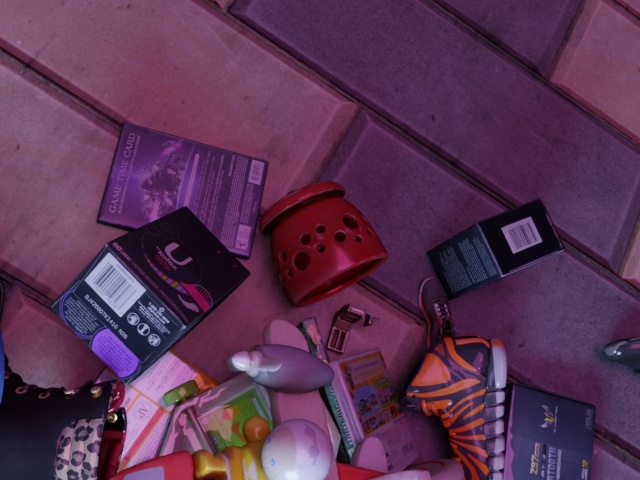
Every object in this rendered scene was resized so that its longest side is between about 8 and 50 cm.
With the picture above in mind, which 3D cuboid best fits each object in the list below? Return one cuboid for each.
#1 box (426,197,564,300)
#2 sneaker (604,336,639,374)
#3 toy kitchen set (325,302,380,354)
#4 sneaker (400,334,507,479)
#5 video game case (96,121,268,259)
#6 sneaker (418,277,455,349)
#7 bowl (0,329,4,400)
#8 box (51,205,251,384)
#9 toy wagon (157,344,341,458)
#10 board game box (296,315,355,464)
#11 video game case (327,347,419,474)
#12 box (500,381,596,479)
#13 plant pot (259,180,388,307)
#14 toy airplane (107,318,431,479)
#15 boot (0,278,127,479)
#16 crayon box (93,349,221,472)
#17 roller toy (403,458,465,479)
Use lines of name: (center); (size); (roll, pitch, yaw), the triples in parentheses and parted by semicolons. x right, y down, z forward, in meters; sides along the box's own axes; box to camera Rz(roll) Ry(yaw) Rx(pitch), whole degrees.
box: (0.322, 0.021, 1.411); (0.153, 0.207, 0.108); (-21, 81, -22)
sneaker: (0.700, 0.253, 1.524); (0.267, 0.101, 0.106); (8, 73, -16)
toy kitchen set: (0.061, 0.163, 1.345); (0.068, 0.083, 0.075); (21, 68, -11)
sneaker: (0.231, 0.329, 1.345); (0.180, 0.124, 0.321); (3, 81, 1)
video game case: (-0.242, -0.089, 1.357); (0.274, 0.026, 0.196); (14, 69, -13)
sneaker: (0.231, 0.143, 1.419); (0.061, 0.065, 0.158); (-3, 74, -19)
bowl: (-0.599, 0.211, 0.987); (0.391, 0.077, 0.391); (-9, 62, 19)
box: (-0.248, 0.072, 1.160); (0.165, 0.270, 0.143); (46, 110, -1)
toy wagon: (-0.141, 0.332, 1.142); (0.344, 0.068, 0.267); (-25, 82, -23)
board game box: (0.013, 0.262, 1.269); (0.030, 0.136, 0.260); (-18, 80, -10)
video game case: (0.091, 0.291, 1.263); (0.026, 0.227, 0.206); (-24, 79, 20)
box: (0.413, 0.400, 1.402); (0.183, 0.059, 0.233); (18, 68, -11)
plant pot: (0.000, 0.000, 1.321); (0.191, 0.191, 0.174); (-21, 78, -23)
toy airplane: (-0.026, 0.321, 0.980); (0.386, 0.272, 0.384); (37, 50, 13)
boot: (-0.423, 0.219, 1.074); (0.284, 0.138, 0.377); (0, 57, 2)
crayon box: (-0.226, 0.315, 1.201); (0.323, 0.083, 0.203); (36, 66, -4)
roller toy: (0.163, 0.454, 1.224); (0.191, 0.209, 0.146); (-14, 81, -26)
